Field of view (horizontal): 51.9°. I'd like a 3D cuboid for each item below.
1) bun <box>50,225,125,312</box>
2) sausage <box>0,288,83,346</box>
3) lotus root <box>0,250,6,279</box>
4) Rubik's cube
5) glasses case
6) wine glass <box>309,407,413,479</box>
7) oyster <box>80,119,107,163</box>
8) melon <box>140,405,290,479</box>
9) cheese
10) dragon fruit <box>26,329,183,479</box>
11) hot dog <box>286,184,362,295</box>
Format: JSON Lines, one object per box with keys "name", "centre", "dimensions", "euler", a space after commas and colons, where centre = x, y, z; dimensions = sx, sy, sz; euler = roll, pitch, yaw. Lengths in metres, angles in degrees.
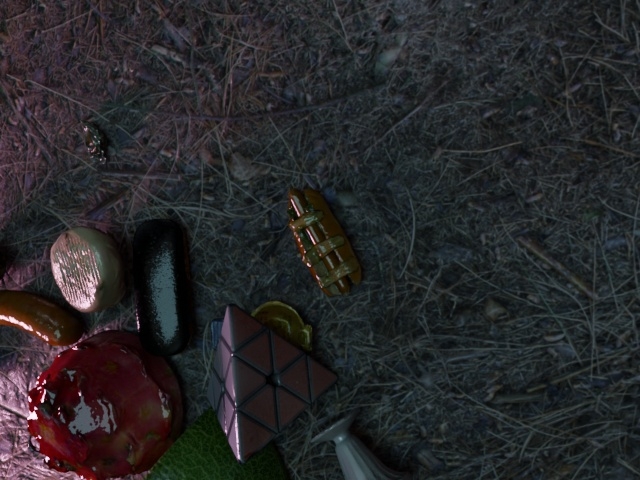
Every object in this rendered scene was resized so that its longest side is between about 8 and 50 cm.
{"name": "bun", "centre": [-0.549, 0.067, 1.589], "dimensions": [0.237, 0.116, 0.210], "euler": [-20, 93, 42]}
{"name": "sausage", "centre": [-0.719, 0.194, 1.666], "dimensions": [0.270, 0.109, 0.109], "euler": [17, 98, 19]}
{"name": "lotus root", "centre": [-0.938, 0.070, 1.713], "dimensions": [0.260, 0.145, 0.128], "euler": [-11, 49, 17]}
{"name": "Rubik's cube", "centre": [-0.135, 0.302, 1.376], "dimensions": [0.233, 0.229, 0.228], "euler": [36, 86, 21]}
{"name": "glasses case", "centre": [-0.369, 0.109, 1.539], "dimensions": [0.122, 0.082, 0.321], "euler": [-5, 85, 10]}
{"name": "wine glass", "centre": [0.078, 0.467, 1.368], "dimensions": [0.165, 0.165, 0.196], "euler": [-41, 72, 17]}
{"name": "oyster", "centre": [-0.558, -0.242, 1.629], "dimensions": [0.098, 0.037, 0.100], "euler": [22, 121, 36]}
{"name": "melon", "centre": [-0.204, 0.578, 1.462], "dimensions": [0.343, 0.331, 0.226], "euler": [39, 139, 6]}
{"name": "cheese", "centre": [-0.134, 0.211, 1.474], "dimensions": [0.250, 0.064, 0.157], "euler": [0, 92, 19]}
{"name": "dragon fruit", "centre": [-0.521, 0.408, 1.537], "dimensions": [0.386, 0.249, 0.371], "euler": [39, 109, 16]}
{"name": "hot dog", "centre": [0.000, 0.000, 1.416], "dimensions": [0.109, 0.072, 0.270], "euler": [-30, 83, 16]}
